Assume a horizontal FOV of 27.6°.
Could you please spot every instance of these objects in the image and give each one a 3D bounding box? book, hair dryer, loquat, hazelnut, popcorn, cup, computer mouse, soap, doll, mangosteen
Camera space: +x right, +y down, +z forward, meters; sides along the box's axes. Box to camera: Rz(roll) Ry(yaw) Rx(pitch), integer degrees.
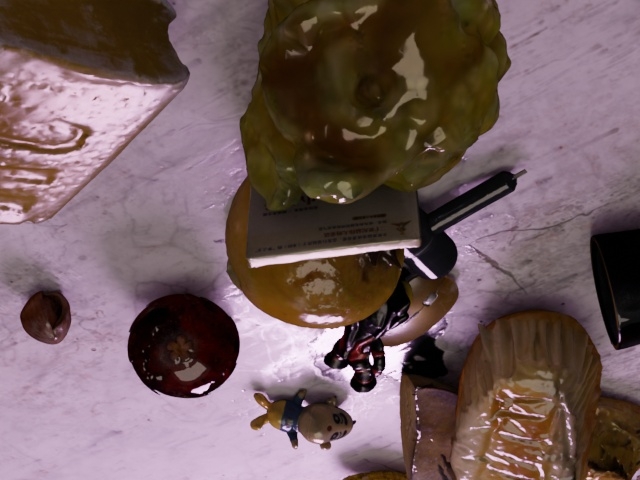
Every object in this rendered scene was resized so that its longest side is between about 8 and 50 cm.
[{"bbox_3d":[0.014,-0.081,1.533,0.201,0.289,0.026,-7,131,5],"label":"book"},{"bbox_3d":[0.192,-0.037,1.782,0.219,0.071,0.124,-33,135,21],"label":"hair dryer"},{"bbox_3d":[0.000,0.000,1.681,0.244,0.244,0.244,-1,141,-1],"label":"loquat"},{"bbox_3d":[-0.403,0.116,1.925,0.086,0.086,0.086,-1,141,-1],"label":"hazelnut"},{"bbox_3d":[0.062,-0.190,1.409,0.279,0.274,0.335,-7,116,-21],"label":"popcorn"},{"bbox_3d":[0.486,0.049,1.866,0.177,0.239,0.166,-12,99,4],"label":"cup"},{"bbox_3d":[0.122,0.110,1.969,0.102,0.044,0.199,24,135,-33],"label":"computer mouse"},{"bbox_3d":[-0.357,-0.162,1.474,0.293,0.156,0.335,11,142,-43],"label":"soap"},{"bbox_3d":[-0.026,0.299,2.173,0.179,0.102,0.089,6,-176,-16],"label":"doll"},{"bbox_3d":[-0.201,0.161,1.941,0.166,0.166,0.180,-5,166,4],"label":"mangosteen"},{"bbox_3d":[0.070,0.106,1.894,0.127,0.088,0.248,19,126,12],"label":"doll"}]

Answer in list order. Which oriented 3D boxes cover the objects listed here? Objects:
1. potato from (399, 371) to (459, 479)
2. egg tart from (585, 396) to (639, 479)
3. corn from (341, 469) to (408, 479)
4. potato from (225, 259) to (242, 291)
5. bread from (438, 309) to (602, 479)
[{"bbox_3d":[0.203,0.298,2.170,0.138,0.098,0.243,-8,126,-10],"label":"potato"},{"bbox_3d":[0.428,0.392,2.275,0.341,0.129,0.341,0,141,0],"label":"egg tart"},{"bbox_3d":[0.169,0.486,2.390,0.322,0.119,0.119,10,140,-25],"label":"corn"},{"bbox_3d":[-0.052,0.059,1.866,0.105,0.085,0.188,-22,142,26],"label":"potato"},{"bbox_3d":[0.325,0.285,2.043,0.236,0.183,0.388,10,127,2],"label":"bread"}]
